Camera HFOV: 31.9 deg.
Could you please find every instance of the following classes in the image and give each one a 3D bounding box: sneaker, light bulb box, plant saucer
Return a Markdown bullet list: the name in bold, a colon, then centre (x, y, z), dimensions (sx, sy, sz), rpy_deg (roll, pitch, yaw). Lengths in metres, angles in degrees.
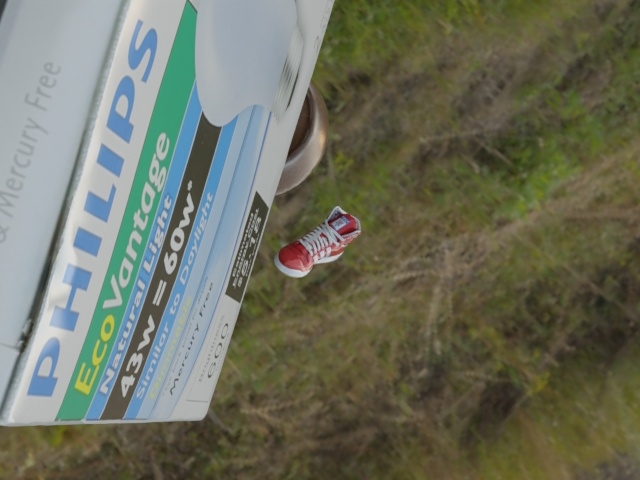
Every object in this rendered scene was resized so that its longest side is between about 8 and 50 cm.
- **sneaker**: centre (0.000, 0.000, 1.233), dimensions (0.118, 0.042, 0.067), rpy_deg (-23, 158, -53)
- **light bulb box**: centre (-0.151, -0.098, 0.613), dimensions (0.361, 0.225, 0.358), rpy_deg (53, 53, -80)
- **plant saucer**: centre (-0.071, -0.123, 1.087), dimensions (0.168, 0.168, 0.029), rpy_deg (-30, 168, -21)
